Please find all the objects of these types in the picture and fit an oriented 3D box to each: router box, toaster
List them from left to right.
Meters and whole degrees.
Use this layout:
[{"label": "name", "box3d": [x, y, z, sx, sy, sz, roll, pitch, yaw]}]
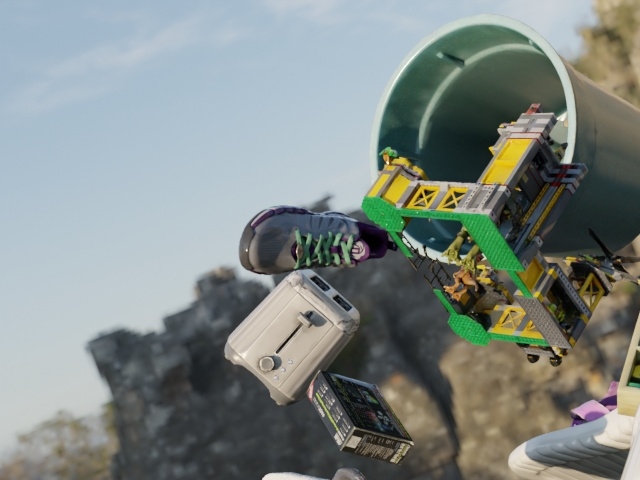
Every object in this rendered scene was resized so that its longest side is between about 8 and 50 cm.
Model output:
[{"label": "toaster", "box3d": [-0.031, 0.125, 1.955, 0.146, 0.129, 0.227, -48, -5, 4]}, {"label": "router box", "box3d": [0.047, 0.214, 1.777, 0.092, 0.122, 0.038, 18, -68, -31]}]

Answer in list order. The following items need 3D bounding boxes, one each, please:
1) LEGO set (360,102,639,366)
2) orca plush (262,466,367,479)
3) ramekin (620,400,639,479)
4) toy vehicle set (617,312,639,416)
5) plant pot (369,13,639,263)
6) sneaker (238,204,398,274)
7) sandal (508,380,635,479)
[{"label": "LEGO set", "box3d": [0.229, -0.024, 1.782, 0.255, 0.331, 0.192, -4, 44, 54]}, {"label": "orca plush", "box3d": [0.042, 0.319, 1.483, 0.287, 0.102, 0.151, 3, 61, 49]}, {"label": "ramekin", "box3d": [0.355, 0.220, 1.116, 0.277, 0.277, 0.135, -25, 21, 45]}, {"label": "toy vehicle set", "box3d": [0.445, 0.127, 1.467, 0.266, 0.035, 0.166, 7, 41, 19]}, {"label": "plant pot", "box3d": [0.304, -0.115, 2.101, 0.341, 0.341, 0.334, -24, -23, 36]}, {"label": "sneaker", "box3d": [0.000, 0.000, 1.775, 0.098, 0.083, 0.223, 11, 13, 36]}, {"label": "sandal", "box3d": [0.383, 0.225, 1.794, 0.169, 0.102, 0.416, 21, -27, -19]}]
